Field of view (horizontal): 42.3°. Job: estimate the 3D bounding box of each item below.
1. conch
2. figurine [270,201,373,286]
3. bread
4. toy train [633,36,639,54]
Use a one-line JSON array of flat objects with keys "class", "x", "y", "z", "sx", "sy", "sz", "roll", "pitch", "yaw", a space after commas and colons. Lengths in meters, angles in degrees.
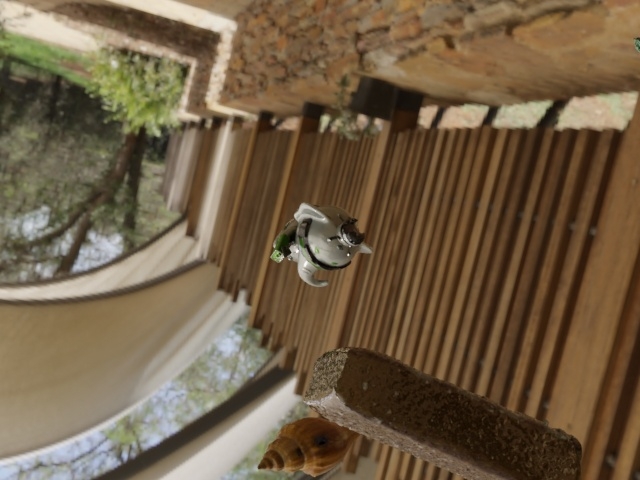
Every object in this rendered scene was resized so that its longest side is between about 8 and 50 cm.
[{"class": "conch", "x": 0.016, "y": 0.375, "z": 1.566, "sx": 0.330, "sy": 0.109, "sz": 0.093, "roll": -13, "pitch": 162, "yaw": -34}, {"class": "figurine", "x": 0.000, "y": 0.000, "z": 1.290, "sx": 0.147, "sy": 0.126, "sz": 0.192, "roll": 26, "pitch": 159, "yaw": -27}, {"class": "bread", "x": 0.183, "y": 0.274, "z": 1.236, "sx": 0.416, "sy": 0.113, "sz": 0.165, "roll": 25, "pitch": 158, "yaw": -15}, {"class": "toy train", "x": 0.449, "y": -0.241, "z": 1.079, "sx": 0.044, "sy": 0.064, "sz": 0.103, "roll": -26, "pitch": -160, "yaw": 6}]
